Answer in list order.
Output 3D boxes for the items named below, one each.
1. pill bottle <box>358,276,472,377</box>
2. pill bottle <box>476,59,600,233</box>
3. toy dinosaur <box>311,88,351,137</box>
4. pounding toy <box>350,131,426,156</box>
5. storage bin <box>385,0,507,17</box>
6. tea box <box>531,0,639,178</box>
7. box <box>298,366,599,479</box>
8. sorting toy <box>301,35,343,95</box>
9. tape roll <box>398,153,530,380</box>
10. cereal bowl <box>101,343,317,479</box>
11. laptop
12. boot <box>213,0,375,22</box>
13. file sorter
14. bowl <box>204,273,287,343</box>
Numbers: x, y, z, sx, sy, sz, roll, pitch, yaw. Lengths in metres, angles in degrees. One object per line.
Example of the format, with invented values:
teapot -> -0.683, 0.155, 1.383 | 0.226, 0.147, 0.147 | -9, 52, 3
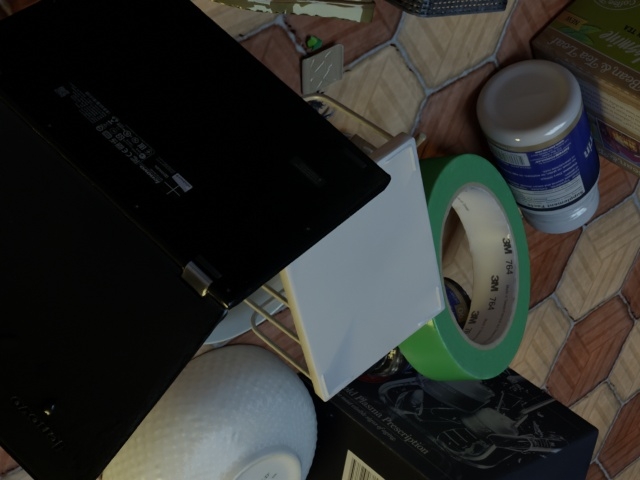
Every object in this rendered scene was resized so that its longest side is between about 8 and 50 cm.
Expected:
pill bottle -> 0.116, 0.133, 2.125 | 0.219, 0.123, 0.123 | -15, 128, -40
pill bottle -> 0.333, -0.132, 2.128 | 0.153, 0.153, 0.265 | -45, 143, -12
toy dinosaur -> -0.006, -0.154, 1.858 | 0.090, 0.047, 0.082 | 2, 133, -10
pounding toy -> 0.053, -0.091, 1.899 | 0.181, 0.094, 0.206 | -56, -179, 13
storage bin -> 0.151, -0.344, 1.793 | 0.180, 0.122, 0.084 | -11, 126, -42
tea box -> 0.552, -0.261, 2.117 | 0.323, 0.329, 0.220 | -45, 142, -13
box -> 0.176, 0.310, 2.145 | 0.312, 0.343, 0.179 | -17, 129, -39
sorting toy -> 0.001, -0.229, 1.812 | 0.062, 0.012, 0.083 | -26, 138, -26
tape roll -> 0.196, 0.038, 2.037 | 0.321, 0.077, 0.321 | 10, 78, -55
cereal bowl -> -0.130, 0.322, 1.994 | 0.339, 0.141, 0.339 | -27, 134, -32
laptop -> -0.220, -0.026, 1.456 | 0.408, 0.382, 0.236 | -38, 165, -39
boot -> -0.022, -0.391, 1.603 | 0.236, 0.089, 0.270 | 1, 107, -26
file sorter -> 0.000, 0.000, 1.635 | 0.193, 0.173, 0.278 | -37, 139, -21
bowl -> -0.130, -0.034, 1.722 | 0.298, 0.134, 0.298 | -27, 134, -31
